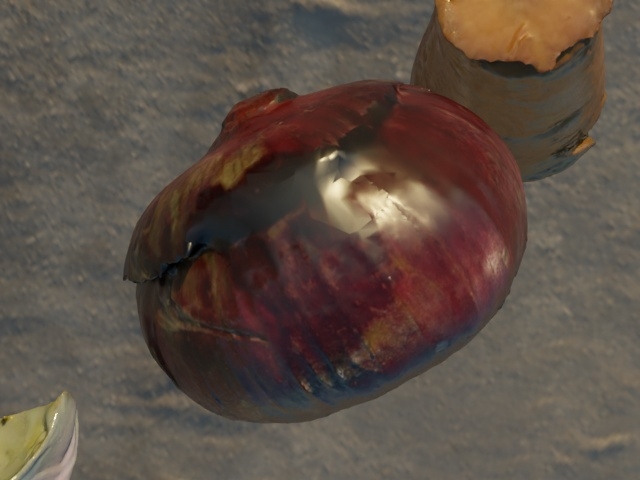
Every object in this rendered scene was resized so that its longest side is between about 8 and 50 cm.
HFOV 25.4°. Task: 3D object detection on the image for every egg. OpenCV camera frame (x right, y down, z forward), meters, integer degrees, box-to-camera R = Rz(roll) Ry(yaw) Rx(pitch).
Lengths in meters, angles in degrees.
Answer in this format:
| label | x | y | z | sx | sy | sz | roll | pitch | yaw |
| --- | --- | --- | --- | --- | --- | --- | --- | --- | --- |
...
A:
| label | x | y | z | sx | sy | sz | roll | pitch | yaw |
| --- | --- | --- | --- | --- | --- | --- | --- | --- | --- |
| egg | -0.347 | 0.242 | 1.260 | 0.271 | 0.162 | 0.206 | 3 | 155 | -37 |

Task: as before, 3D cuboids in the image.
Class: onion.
| label | x | y | z | sx | sy | sz | roll | pitch | yaw |
| --- | --- | --- | --- | --- | --- | --- | --- | --- | --- |
| onion | 0.000 | 0.000 | 0.849 | 0.246 | 0.246 | 0.190 | -28 | 100 | -12 |

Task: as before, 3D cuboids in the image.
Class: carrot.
| label | x | y | z | sx | sy | sz | roll | pitch | yaw |
| --- | --- | --- | --- | --- | --- | --- | --- | --- | --- |
| carrot | 0.170 | -0.162 | 1.270 | 0.196 | 0.196 | 0.254 | -40 | 170 | 0 |
